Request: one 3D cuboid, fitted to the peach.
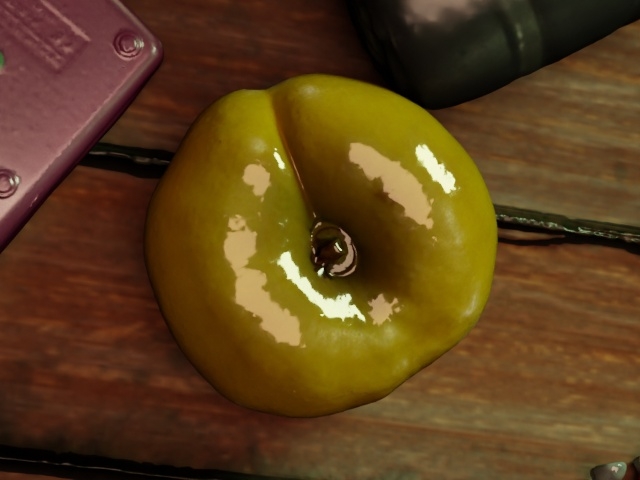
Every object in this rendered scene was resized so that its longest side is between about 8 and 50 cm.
[{"bbox_3d":[0.000,0.000,0.621,0.179,0.103,0.179,1,87,-10],"label":"peach"}]

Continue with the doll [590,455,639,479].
[{"bbox_3d":[0.197,0.231,0.667,0.102,0.075,0.227,-7,77,-21],"label":"doll"}]

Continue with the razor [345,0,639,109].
[{"bbox_3d":[0.148,-0.222,0.655,0.349,0.113,0.204,-29,90,-11],"label":"razor"}]

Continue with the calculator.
[{"bbox_3d":[-0.181,-0.070,0.625,0.126,0.034,0.190,39,80,-5],"label":"calculator"}]
